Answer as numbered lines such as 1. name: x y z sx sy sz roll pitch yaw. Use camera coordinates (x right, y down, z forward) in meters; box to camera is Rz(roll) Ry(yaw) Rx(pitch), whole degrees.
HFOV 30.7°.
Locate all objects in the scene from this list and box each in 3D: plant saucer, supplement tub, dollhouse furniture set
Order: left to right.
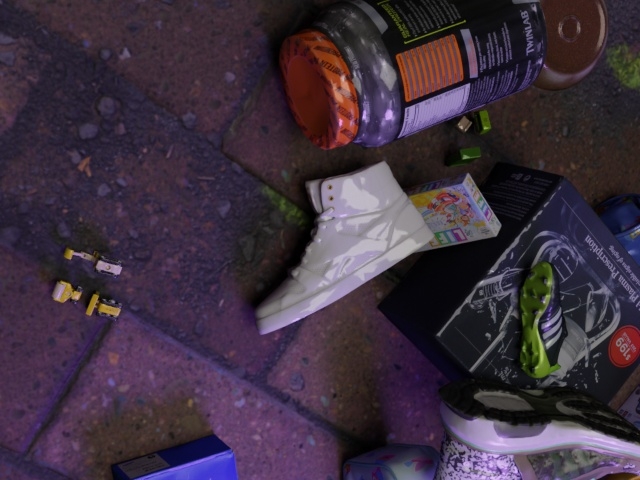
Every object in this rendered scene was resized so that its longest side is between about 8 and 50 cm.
1. supplement tub: 0.127 -0.257 1.624 0.338 0.207 0.207 -22 110 -21
2. dollhouse furniture set: 0.209 -0.193 1.783 0.076 0.058 0.151 -11 86 -17
3. plant saucer: 0.383 -0.334 1.835 0.199 0.036 0.198 -5 102 -26

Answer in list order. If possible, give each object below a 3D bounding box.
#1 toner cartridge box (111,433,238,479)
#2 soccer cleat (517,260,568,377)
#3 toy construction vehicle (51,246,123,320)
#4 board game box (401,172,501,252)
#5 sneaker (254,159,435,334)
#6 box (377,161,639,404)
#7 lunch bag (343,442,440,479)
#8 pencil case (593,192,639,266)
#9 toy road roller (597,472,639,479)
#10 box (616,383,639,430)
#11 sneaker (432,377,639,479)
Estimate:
1. toner cartridge box: -0.190 0.471 1.691 0.165 0.075 0.347 -12 106 -23
2. soccer cleat: 0.325 0.112 1.688 0.072 0.060 0.178 -10 112 -34
3. toy construction vehicle: -0.308 0.056 1.572 0.098 0.035 0.085 15 104 -26
4. board game box: 0.176 -0.039 1.729 0.103 0.154 0.026 53 46 -25
5. sneaker: 0.000 0.000 1.687 0.293 0.108 0.169 -32 96 -9
6. box: 0.327 0.111 1.818 0.312 0.179 0.343 -50 117 -8
7. lunch bag: 0.146 0.445 1.742 0.108 0.224 0.279 -18 87 -25
8. pencil case: 0.566 0.055 1.957 0.133 0.119 0.306 -33 117 14
9. toy road roller: 0.550 0.522 1.965 0.203 0.240 0.329 -24 112 -7
10. box: 0.569 0.291 2.031 0.136 0.081 0.028 -46 116 -12
11. sneaker: 0.322 0.317 1.696 0.410 0.158 0.182 13 109 -25
